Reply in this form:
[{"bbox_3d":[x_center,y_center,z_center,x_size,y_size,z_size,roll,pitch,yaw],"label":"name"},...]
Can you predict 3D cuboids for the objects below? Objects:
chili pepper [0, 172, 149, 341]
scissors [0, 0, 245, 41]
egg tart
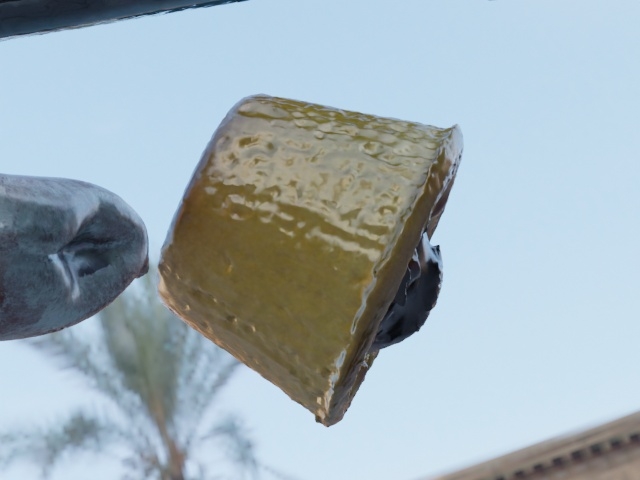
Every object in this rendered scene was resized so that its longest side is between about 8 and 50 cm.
[{"bbox_3d":[-0.095,0.004,0.510,0.153,0.041,0.050,3,-61,-54],"label":"chili pepper"},{"bbox_3d":[0.037,-0.094,0.497,0.393,0.032,0.180,-15,0,-30],"label":"scissors"},{"bbox_3d":[0.000,0.000,1.079,0.171,0.215,0.215,25,-30,6],"label":"egg tart"}]
